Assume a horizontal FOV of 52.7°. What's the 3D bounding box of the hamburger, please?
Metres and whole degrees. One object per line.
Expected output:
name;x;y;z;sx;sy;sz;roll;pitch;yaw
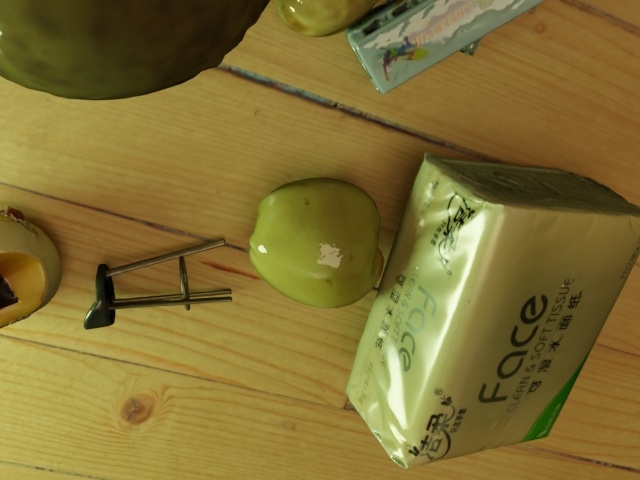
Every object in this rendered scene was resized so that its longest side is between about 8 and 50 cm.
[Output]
hamburger;-0.473;0.047;0.898;0.210;0.116;0.173;-25;124;-2

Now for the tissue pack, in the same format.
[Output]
tissue pack;0.253;0.101;0.945;0.332;0.205;0.404;2;114;-30

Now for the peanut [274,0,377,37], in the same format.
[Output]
peanut;0.060;-0.384;0.769;0.147;0.147;0.319;38;106;-22

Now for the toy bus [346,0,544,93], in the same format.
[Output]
toy bus;0.192;-0.307;0.807;0.330;0.136;0.109;-28;111;16

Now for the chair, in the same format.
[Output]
chair;-0.242;0.065;0.955;0.222;0.104;0.095;-11;90;-9

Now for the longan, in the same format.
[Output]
longan;-0.223;-0.336;0.635;0.391;0.391;0.391;-3;114;-8

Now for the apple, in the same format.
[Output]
apple;0.000;0.000;0.911;0.200;0.200;0.200;-3;114;-8

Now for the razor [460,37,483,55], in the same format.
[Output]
razor;0.255;-0.349;0.878;0.084;0.036;0.211;28;113;-6
